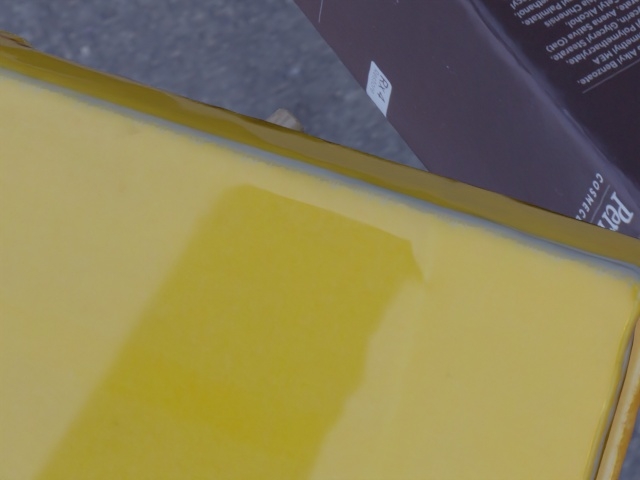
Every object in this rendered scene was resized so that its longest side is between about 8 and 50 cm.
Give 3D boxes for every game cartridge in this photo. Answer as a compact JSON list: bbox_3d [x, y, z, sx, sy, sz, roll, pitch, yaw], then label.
[{"bbox_3d":[-0.090,0.086,0.555,0.324,0.053,0.285,20,108,19],"label":"game cartridge"}]

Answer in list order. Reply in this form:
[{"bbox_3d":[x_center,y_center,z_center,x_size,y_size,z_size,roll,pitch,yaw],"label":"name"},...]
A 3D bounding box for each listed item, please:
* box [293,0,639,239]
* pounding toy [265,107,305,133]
[{"bbox_3d":[0.112,-0.135,1.154,0.381,0.143,0.191,51,158,20],"label":"box"},{"bbox_3d":[-0.003,-0.006,1.616,0.206,0.094,0.181,50,168,5],"label":"pounding toy"}]
